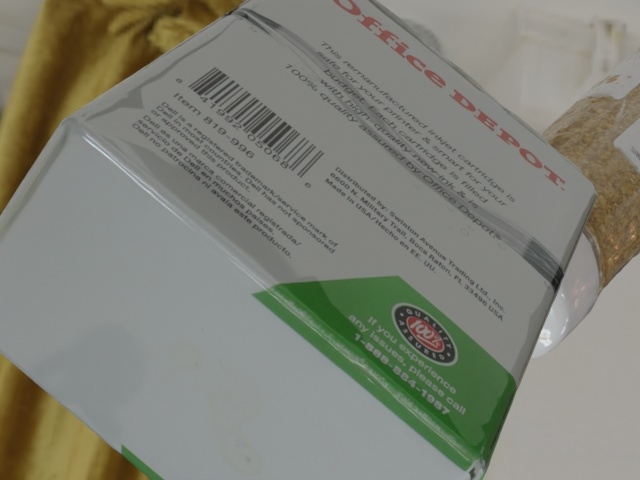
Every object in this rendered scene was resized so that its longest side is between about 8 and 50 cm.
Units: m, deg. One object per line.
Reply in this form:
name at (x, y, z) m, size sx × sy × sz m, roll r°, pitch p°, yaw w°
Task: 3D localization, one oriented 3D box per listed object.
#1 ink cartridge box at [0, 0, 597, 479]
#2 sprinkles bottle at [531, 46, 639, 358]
ink cartridge box at (0.000, 0.000, 0.477) m, size 0.153 × 0.208 × 0.087 m, roll 40°, pitch 121°, yaw 1°
sprinkles bottle at (0.222, -0.054, 1.038) m, size 0.121 × 0.355 × 0.121 m, roll 27°, pitch 137°, yaw 28°
